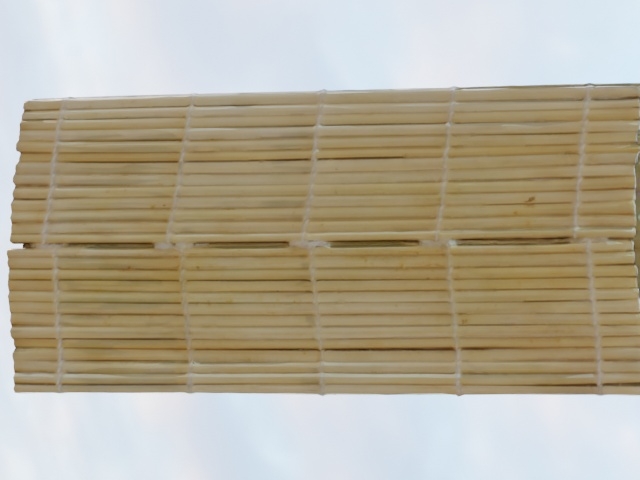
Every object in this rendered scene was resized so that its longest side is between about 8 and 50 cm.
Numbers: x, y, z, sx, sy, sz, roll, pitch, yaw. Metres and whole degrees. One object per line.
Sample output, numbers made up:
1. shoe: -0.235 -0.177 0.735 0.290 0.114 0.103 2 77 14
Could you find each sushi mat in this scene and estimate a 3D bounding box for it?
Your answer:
1. sushi mat: 0.000 0.000 0.915 0.019 0.316 0.151 36 55 -74
